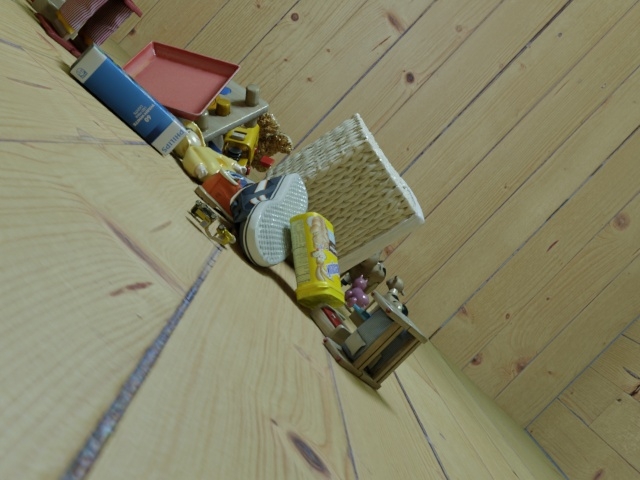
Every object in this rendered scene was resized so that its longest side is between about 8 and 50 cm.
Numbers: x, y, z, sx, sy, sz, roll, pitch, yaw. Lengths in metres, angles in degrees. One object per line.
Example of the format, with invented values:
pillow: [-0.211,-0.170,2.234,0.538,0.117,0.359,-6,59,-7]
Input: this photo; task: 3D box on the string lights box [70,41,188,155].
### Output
string lights box: [-0.416,-0.306,1.547,0.260,0.077,0.133,43,2,-26]

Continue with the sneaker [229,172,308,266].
sneaker: [-0.121,-0.034,1.432,0.321,0.128,0.126,-62,137,-63]

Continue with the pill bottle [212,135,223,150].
pill bottle: [-0.357,-0.309,2.031,0.108,0.108,0.193,41,4,-41]

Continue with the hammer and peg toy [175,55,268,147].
hammer and peg toy: [-0.347,-0.400,1.920,0.361,0.266,0.127,36,-41,25]

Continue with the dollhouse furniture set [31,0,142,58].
dollhouse furniture set: [-0.647,-0.637,1.847,0.374,0.201,0.152,47,4,35]

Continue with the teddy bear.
teddy bear: [-0.246,-0.312,2.286,0.338,0.113,0.245,3,-34,21]

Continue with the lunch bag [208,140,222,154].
lunch bag: [-0.315,-0.230,1.906,0.067,0.065,0.098,2,37,-46]

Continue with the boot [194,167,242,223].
boot: [-0.188,-0.089,1.535,0.158,0.084,0.059,43,1,-43]

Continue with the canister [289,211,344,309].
canister: [-0.008,0.042,1.404,0.126,0.073,0.169,37,42,-63]

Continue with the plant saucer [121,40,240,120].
plant saucer: [-0.367,-0.395,1.784,0.259,0.259,0.047,18,-45,8]

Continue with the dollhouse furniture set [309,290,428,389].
dollhouse furniture set: [0.068,0.144,1.278,0.129,0.129,0.183,41,5,-41]

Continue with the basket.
basket: [0.044,-0.110,1.821,0.266,0.331,0.328,54,11,-18]

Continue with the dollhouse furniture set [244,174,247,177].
dollhouse furniture set: [-0.222,-0.206,2.252,0.151,0.123,0.144,43,4,-24]

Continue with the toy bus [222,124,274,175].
toy bus: [-0.241,-0.270,2.071,0.202,0.191,0.104,46,-37,30]

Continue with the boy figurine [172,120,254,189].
boy figurine: [-0.246,-0.177,1.677,0.285,0.092,0.177,43,25,23]

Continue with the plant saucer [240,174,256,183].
plant saucer: [-0.221,-0.154,1.830,0.199,0.036,0.198,25,-2,1]

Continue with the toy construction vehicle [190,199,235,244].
toy construction vehicle: [-0.190,-0.028,1.215,0.098,0.035,0.086,47,-8,2]

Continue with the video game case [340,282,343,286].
video game case: [-0.033,0.052,2.178,0.212,0.023,0.193,47,4,26]

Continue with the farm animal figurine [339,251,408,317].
farm animal figurine: [0.138,0.099,2.072,0.330,0.172,0.327,49,5,4]
